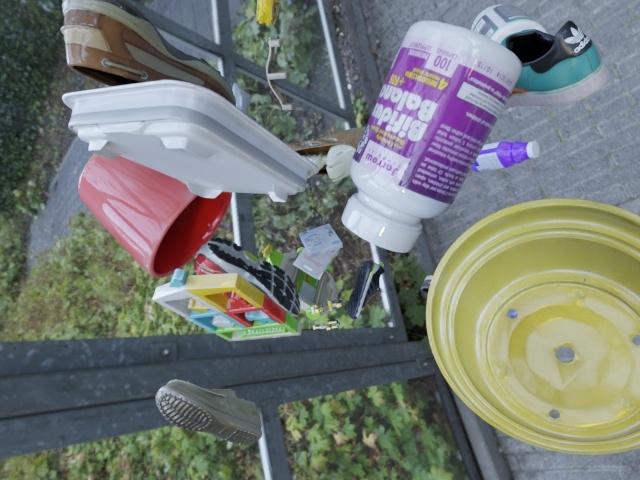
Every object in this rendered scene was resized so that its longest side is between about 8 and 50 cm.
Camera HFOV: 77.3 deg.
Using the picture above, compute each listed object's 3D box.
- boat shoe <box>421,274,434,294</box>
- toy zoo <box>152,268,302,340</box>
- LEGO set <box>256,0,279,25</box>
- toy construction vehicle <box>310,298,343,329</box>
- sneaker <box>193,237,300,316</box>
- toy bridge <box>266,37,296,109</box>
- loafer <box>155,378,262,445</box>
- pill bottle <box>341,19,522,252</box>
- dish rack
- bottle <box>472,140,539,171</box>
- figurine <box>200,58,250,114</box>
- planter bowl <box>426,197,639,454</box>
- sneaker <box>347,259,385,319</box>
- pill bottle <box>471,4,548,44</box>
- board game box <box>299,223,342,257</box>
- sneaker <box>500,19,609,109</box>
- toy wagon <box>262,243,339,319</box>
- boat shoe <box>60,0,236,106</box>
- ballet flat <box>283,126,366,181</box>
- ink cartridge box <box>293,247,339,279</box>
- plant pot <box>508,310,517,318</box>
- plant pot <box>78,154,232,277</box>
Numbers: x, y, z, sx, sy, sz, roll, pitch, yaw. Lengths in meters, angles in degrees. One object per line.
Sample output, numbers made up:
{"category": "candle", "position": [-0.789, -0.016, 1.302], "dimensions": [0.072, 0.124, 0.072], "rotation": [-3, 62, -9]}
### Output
{"category": "boat shoe", "position": [0.582, 0.253, 1.773], "dimensions": [0.285, 0.092, 0.102], "rotation": [27, 146, 25]}
{"category": "toy zoo", "position": [-0.188, 0.135, 0.798], "dimensions": [0.193, 0.293, 0.030], "rotation": [-11, 55, 22]}
{"category": "LEGO set", "position": [-0.075, -0.323, 0.487], "dimensions": [0.087, 0.227, 0.093], "rotation": [17, 127, 8]}
{"category": "toy construction vehicle", "position": [0.022, 0.223, 1.194], "dimensions": [0.098, 0.035, 0.085], "rotation": [-6, 96, 6]}
{"category": "sneaker", "position": [-0.172, 0.103, 0.955], "dimensions": [0.118, 0.279, 0.107], "rotation": [-46, 16, 28]}
{"category": "toy bridge", "position": [-0.116, -0.452, 1.095], "dimensions": [0.063, 0.026, 0.188], "rotation": [7, 127, 26]}
{"category": "loafer", "position": [-0.251, 0.386, 0.925], "dimensions": [0.102, 0.269, 0.092], "rotation": [-41, 27, 22]}
{"category": "pill bottle", "position": [0.145, -0.140, 0.598], "dimensions": [0.169, 0.169, 0.301], "rotation": [40, 115, 42]}
{"category": "dish rack", "position": [-0.190, -0.131, 0.636], "dimensions": [0.286, 0.333, 0.072], "rotation": [7, 82, 28]}
{"category": "bottle", "position": [0.771, -0.363, 1.701], "dimensions": [0.283, 0.118, 0.092], "rotation": [0, 55, 54]}
{"category": "figurine", "position": [-0.263, -0.373, 1.132], "dimensions": [0.093, 0.215, 0.209], "rotation": [-12, 74, 27]}
{"category": "planter bowl", "position": [0.180, 0.075, 0.302], "dimensions": [0.217, 0.090, 0.216], "rotation": [2, 93, 27]}
{"category": "sneaker", "position": [0.179, 0.187, 1.478], "dimensions": [0.234, 0.097, 0.084], "rotation": [-70, 20, -1]}
{"category": "pill bottle", "position": [0.650, -0.706, 1.417], "dimensions": [0.204, 0.204, 0.360], "rotation": [-40, 25, 34]}
{"category": "board game box", "position": [0.000, 0.000, 1.062], "dimensions": [0.090, 0.090, 0.020], "rotation": [-121, 16, -47]}
{"category": "sneaker", "position": [0.331, -0.303, 0.704], "dimensions": [0.108, 0.121, 0.302], "rotation": [-48, 25, -9]}
{"category": "toy wagon", "position": [-0.081, 0.139, 1.525], "dimensions": [0.068, 0.345, 0.267], "rotation": [-45, 16, 36]}
{"category": "boat shoe", "position": [-0.267, -0.254, 0.655], "dimensions": [0.123, 0.324, 0.119], "rotation": [6, 85, 26]}
{"category": "ballet flat", "position": [-0.001, -0.196, 0.985], "dimensions": [0.343, 0.116, 0.124], "rotation": [0, 43, 21]}
{"category": "ink cartridge box", "position": [-0.015, 0.063, 1.429], "dimensions": [0.104, 0.181, 0.061], "rotation": [32, 143, 8]}
{"category": "plant pot", "position": [0.480, 0.114, 1.060], "dimensions": [0.236, 0.236, 0.212], "rotation": [-35, 90, -1]}
{"category": "plant pot", "position": [-0.382, -0.092, 0.920], "dimensions": [0.243, 0.275, 0.274], "rotation": [34, 112, 5]}
